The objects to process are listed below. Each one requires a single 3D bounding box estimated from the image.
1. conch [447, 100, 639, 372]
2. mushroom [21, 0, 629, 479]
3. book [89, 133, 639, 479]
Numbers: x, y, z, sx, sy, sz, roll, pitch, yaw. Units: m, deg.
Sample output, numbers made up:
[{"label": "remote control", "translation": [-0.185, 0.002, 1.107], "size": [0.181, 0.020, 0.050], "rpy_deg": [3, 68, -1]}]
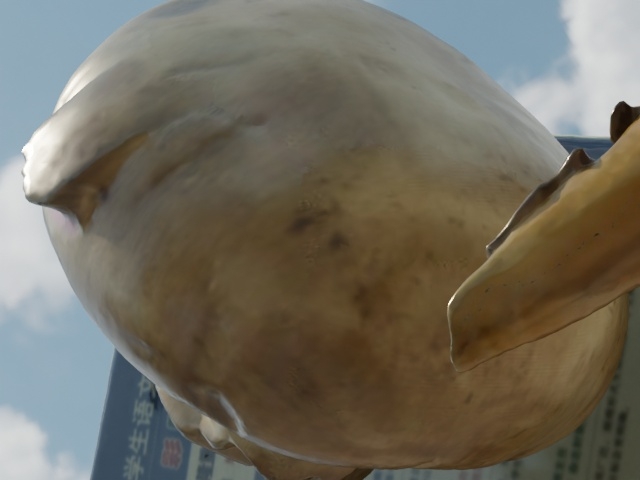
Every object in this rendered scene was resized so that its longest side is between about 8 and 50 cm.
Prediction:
[{"label": "conch", "translation": [0.181, -0.049, 0.563], "size": [0.330, 0.093, 0.109], "rpy_deg": [-33, -52, -1]}, {"label": "mushroom", "translation": [0.000, 0.000, 0.783], "size": [0.255, 0.255, 0.184], "rpy_deg": [5, -49, -32]}, {"label": "book", "translation": [0.060, 0.091, 0.964], "size": [0.428, 0.300, 0.039], "rpy_deg": [6, -8, 37]}]
